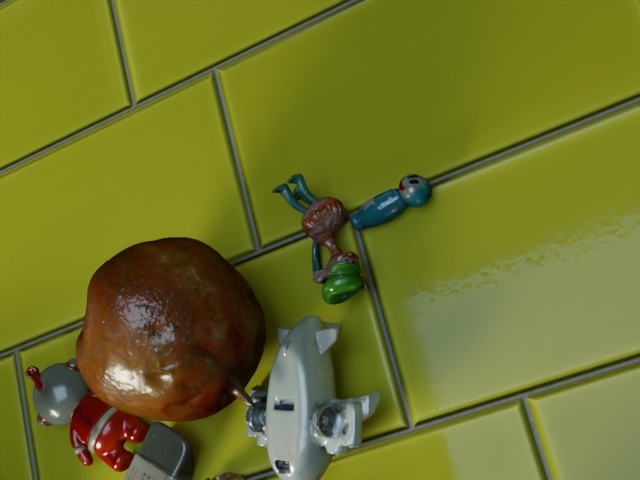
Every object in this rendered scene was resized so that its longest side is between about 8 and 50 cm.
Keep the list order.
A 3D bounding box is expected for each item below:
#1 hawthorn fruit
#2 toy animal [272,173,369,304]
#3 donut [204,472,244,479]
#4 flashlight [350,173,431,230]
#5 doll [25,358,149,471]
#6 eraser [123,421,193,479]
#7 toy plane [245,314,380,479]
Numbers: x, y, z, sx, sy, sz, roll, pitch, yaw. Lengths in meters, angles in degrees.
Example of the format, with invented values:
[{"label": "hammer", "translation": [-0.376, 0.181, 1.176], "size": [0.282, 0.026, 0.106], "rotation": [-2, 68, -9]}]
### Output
[{"label": "hawthorn fruit", "translation": [-0.193, 0.144, 1.442], "size": [0.298, 0.277, 0.277], "rotation": [36, 96, 25]}, {"label": "toy animal", "translation": [0.000, 0.000, 1.477], "size": [0.208, 0.100, 0.103], "rotation": [61, 141, 21]}, {"label": "donut", "translation": [-0.135, 0.465, 1.444], "size": [0.233, 0.085, 0.199], "rotation": [35, 97, 29]}, {"label": "flashlight", "translation": [0.103, -0.051, 1.458], "size": [0.129, 0.051, 0.051], "rotation": [-32, 67, 22]}, {"label": "doll", "translation": [-0.389, 0.274, 1.612], "size": [0.245, 0.076, 0.142], "rotation": [30, 92, 24]}, {"label": "eraser", "translation": [-0.289, 0.451, 1.534], "size": [0.089, 0.061, 0.351], "rotation": [25, 91, 29]}, {"label": "toy plane", "translation": [-0.017, 0.229, 1.423], "size": [0.245, 0.117, 0.244], "rotation": [-9, 77, 42]}]
